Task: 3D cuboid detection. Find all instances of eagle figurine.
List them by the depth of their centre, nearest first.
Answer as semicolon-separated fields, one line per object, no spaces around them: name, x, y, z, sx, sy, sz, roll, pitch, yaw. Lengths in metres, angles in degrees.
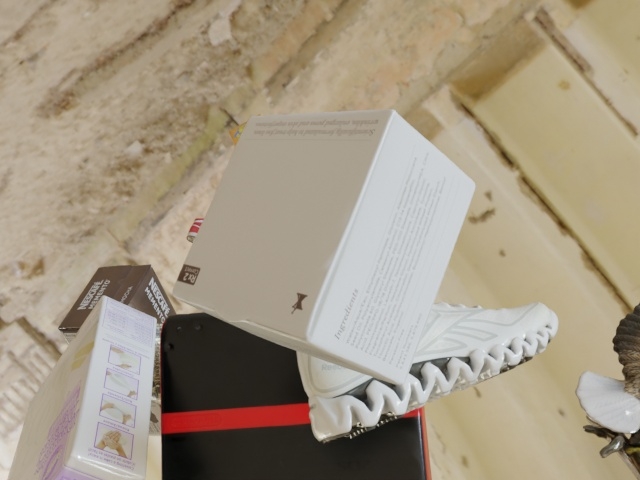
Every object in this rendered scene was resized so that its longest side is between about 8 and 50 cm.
eagle figurine;0.499;0.185;0.933;0.298;0.226;0.225;-49;174;15

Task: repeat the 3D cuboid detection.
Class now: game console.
game console;-0.041;0.264;1.000;0.387;0.341;0.060;-4;160;1

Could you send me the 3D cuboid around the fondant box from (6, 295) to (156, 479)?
fondant box;-0.326;0.261;0.932;0.238;0.096;0.330;-52;-155;17

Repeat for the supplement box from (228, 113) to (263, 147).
supplement box;-0.088;-0.124;1.335;0.078;0.233;0.080;-28;-140;0

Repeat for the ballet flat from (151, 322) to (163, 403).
ballet flat;-0.166;0.276;1.294;0.164;0.182;0.483;-59;149;-8

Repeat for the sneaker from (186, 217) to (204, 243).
sneaker;-0.236;-0.008;1.542;0.042;0.118;0.067;-32;-143;46

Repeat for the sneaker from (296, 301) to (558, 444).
sneaker;0.112;0.100;0.694;0.292;0.118;0.110;-14;161;-25

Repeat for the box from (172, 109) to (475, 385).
box;0.000;0.000;0.573;0.181;0.119;0.181;10;-107;47

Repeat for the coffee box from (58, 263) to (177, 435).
coffee box;-0.342;0.209;1.305;0.119;0.297;0.168;-4;-144;18
